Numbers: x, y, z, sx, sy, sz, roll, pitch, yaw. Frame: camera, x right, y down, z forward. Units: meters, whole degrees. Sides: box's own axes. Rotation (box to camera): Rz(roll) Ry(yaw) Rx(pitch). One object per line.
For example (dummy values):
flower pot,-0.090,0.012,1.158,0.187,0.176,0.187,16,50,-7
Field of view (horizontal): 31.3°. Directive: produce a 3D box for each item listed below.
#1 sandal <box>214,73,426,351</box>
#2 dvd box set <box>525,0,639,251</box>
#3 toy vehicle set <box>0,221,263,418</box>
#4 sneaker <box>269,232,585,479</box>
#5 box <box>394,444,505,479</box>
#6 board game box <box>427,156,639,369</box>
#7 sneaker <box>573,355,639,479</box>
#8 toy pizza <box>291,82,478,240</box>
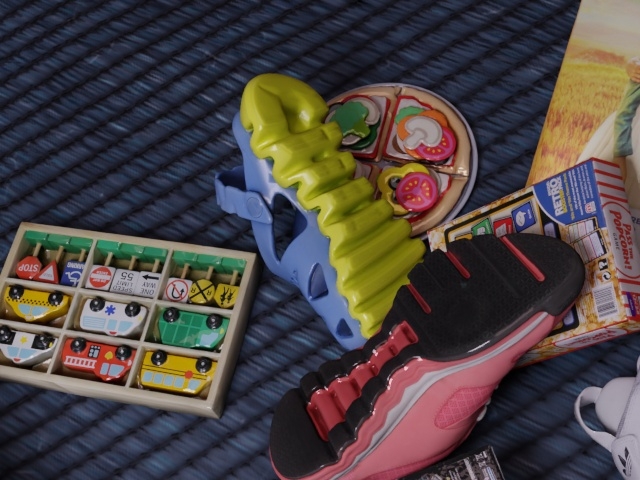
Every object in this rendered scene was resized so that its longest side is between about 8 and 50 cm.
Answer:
sandal,0.000,0.000,1.102,0.126,0.138,0.317,-16,72,-46
dvd box set,0.373,-0.147,1.016,0.308,0.062,0.420,19,99,19
toy vehicle set,-0.206,0.076,1.153,0.267,0.035,0.166,7,66,15
sneaker,0.103,0.113,0.990,0.314,0.136,0.116,-39,44,12
box,0.111,0.286,0.957,0.147,0.077,0.180,-22,61,1
board game box,0.189,0.030,1.015,0.193,0.045,0.146,-25,65,43
sneaker,0.392,0.135,0.931,0.366,0.137,0.210,-19,42,-19
toy pizza,0.060,-0.082,1.177,0.201,0.032,0.201,-5,63,10
